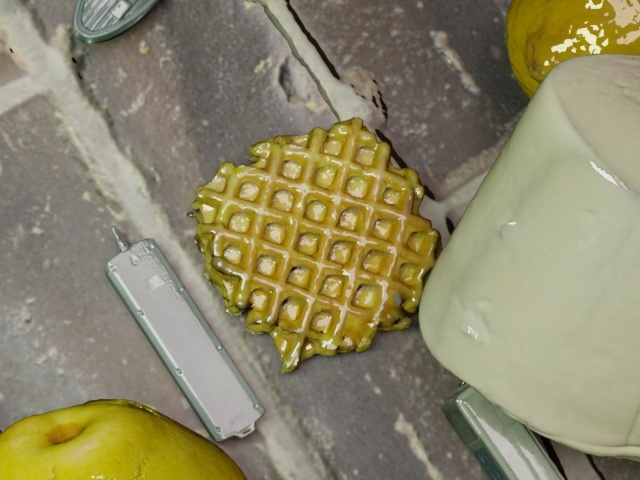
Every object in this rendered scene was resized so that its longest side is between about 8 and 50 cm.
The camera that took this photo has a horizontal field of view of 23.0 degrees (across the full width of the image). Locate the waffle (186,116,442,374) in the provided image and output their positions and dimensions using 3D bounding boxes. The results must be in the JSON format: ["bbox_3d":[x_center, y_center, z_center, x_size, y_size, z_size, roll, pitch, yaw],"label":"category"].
[{"bbox_3d":[0.000,0.000,1.627,0.254,0.052,0.245,-26,82,-16],"label":"waffle"}]

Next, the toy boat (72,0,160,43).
[{"bbox_3d":[-0.174,-0.307,1.660,0.078,0.085,0.260,37,73,1],"label":"toy boat"}]

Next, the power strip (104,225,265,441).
[{"bbox_3d":[-0.143,0.092,1.588,0.060,0.027,0.252,-32,82,-15],"label":"power strip"}]

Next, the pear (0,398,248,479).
[{"bbox_3d":[-0.189,0.309,1.411,0.285,0.285,0.336,4,104,-8],"label":"pear"}]

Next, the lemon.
[{"bbox_3d":[0.316,-0.223,1.641,0.288,0.233,0.233,-31,81,-39],"label":"lemon"}]

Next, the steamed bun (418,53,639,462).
[{"bbox_3d":[0.357,0.029,1.511,0.456,0.371,0.290,22,41,-4],"label":"steamed bun"}]

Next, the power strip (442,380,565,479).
[{"bbox_3d":[0.214,0.250,1.578,0.052,0.078,0.272,-32,83,-14],"label":"power strip"}]
